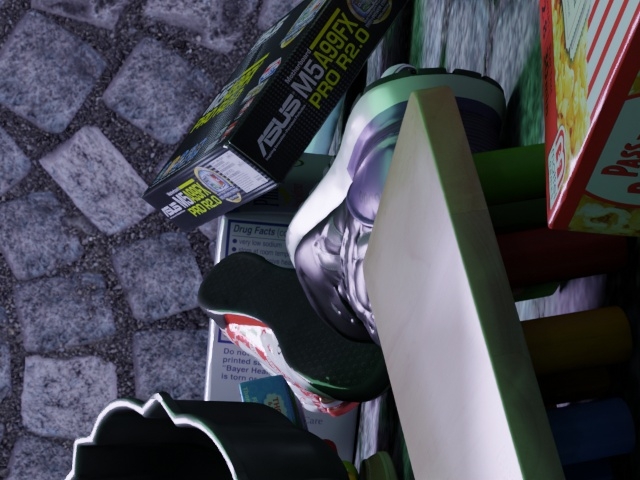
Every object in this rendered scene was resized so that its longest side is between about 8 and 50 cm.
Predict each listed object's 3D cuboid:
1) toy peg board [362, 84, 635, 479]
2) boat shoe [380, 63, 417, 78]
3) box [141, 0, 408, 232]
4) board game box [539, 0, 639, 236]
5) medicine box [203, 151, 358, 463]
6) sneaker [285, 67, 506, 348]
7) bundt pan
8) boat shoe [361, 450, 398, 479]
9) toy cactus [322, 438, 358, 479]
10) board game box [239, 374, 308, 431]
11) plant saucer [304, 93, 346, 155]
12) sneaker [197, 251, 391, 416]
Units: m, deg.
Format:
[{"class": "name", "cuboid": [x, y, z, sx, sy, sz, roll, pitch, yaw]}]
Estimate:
[{"class": "toy peg board", "cuboid": [0.080, 0.043, 0.631, 0.161, 0.079, 0.161, 102, 157, -64]}, {"class": "boat shoe", "cuboid": [0.063, -0.060, 1.147, 0.040, 0.049, 0.142, -15, 63, 50]}, {"class": "box", "cuboid": [-0.047, -0.125, 1.468, 0.216, 0.060, 0.270, -56, 13, -19]}, {"class": "board game box", "cuboid": [0.108, -0.112, 0.486, 0.193, 0.045, 0.147, 101, 172, -58]}, {"class": "medicine box", "cuboid": [-0.037, 0.078, 1.631, 0.263, 0.149, 0.289, -99, 15, -73]}, {"class": "sneaker", "cuboid": [0.040, 0.024, 0.938, 0.283, 0.107, 0.124, 103, 165, -64]}, {"class": "bundt pan", "cuboid": [-0.054, 0.258, 1.097, 0.331, 0.124, 0.331, 10, 103, 52]}, {"class": "boat shoe", "cuboid": [0.031, 0.224, 1.170, 0.056, 0.048, 0.153, 103, 171, -64]}, {"class": "toy cactus", "cuboid": [-0.032, 0.267, 1.420, 0.180, 0.219, 0.112, 43, 137, 31]}, {"class": "board game box", "cuboid": [-0.020, 0.197, 1.279, 0.211, 0.039, 0.160, 78, 178, -78]}, {"class": "plant saucer", "cuboid": [-0.014, -0.140, 1.910, 0.317, 0.043, 0.318, -163, 90, -84]}, {"class": "sneaker", "cuboid": [0.014, 0.097, 1.367, 0.090, 0.145, 0.270, -52, 35, -11]}]
